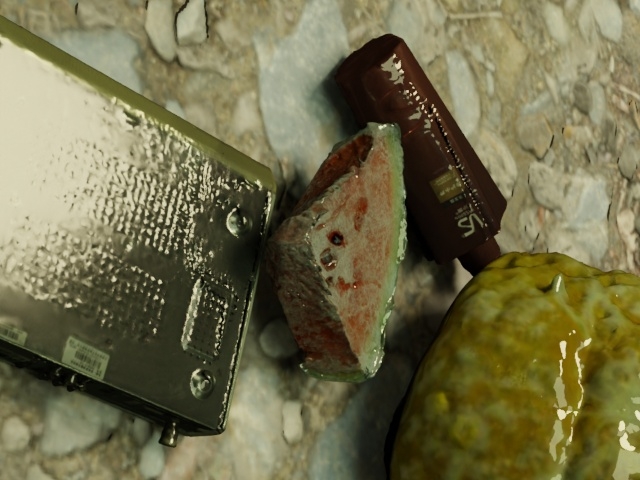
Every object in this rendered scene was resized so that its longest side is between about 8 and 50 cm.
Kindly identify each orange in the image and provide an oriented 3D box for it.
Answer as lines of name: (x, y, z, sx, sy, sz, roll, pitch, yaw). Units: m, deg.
orange: (0.223, 0.157, 1.198, 0.369, 0.210, 0.271, 20, 79, -41)

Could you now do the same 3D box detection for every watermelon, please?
watermelon: (0.000, 0.000, 1.096, 0.139, 0.071, 0.187, 25, 70, -62)

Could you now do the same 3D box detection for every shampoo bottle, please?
shampoo bottle: (0.089, -0.041, 1.208, 0.236, 0.068, 0.067, 58, 24, -22)

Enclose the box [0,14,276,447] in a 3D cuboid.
box: (-0.147, -0.002, 0.985, 0.270, 0.045, 0.211, 30, 62, -37)
